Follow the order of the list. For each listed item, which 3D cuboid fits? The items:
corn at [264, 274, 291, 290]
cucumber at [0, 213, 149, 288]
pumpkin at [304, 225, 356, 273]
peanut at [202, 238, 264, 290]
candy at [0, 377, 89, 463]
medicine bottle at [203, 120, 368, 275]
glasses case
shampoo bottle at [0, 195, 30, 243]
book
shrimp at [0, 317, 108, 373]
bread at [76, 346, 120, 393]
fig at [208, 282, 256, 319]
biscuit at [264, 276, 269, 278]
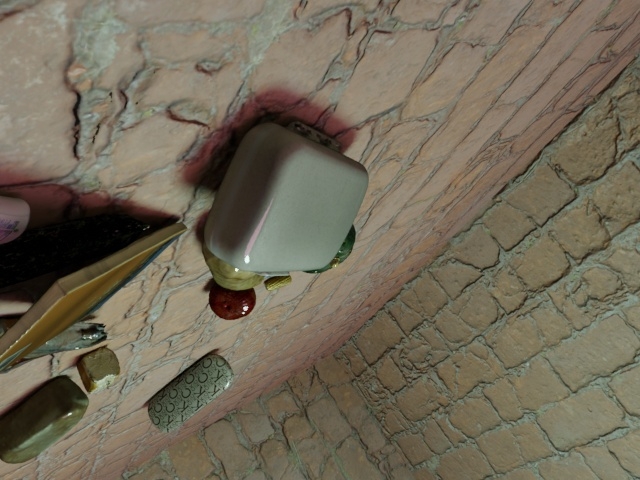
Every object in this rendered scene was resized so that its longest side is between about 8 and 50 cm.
[{"bbox_3d":[-0.124,0.123,1.568,0.092,0.037,0.037,-19,156,-35],"label":"corn"},{"bbox_3d":[-0.384,0.013,0.753,0.300,0.072,0.072,-22,158,-44],"label":"cucumber"},{"bbox_3d":[0.000,0.000,1.298,0.190,0.146,0.190,-18,138,-17],"label":"pumpkin"},{"bbox_3d":[-0.171,0.040,1.122,0.137,0.122,0.253,-13,160,-9],"label":"peanut"},{"bbox_3d":[-0.660,0.425,1.248,0.233,0.104,0.102,-36,160,3],"label":"candy"},{"bbox_3d":[-0.045,-0.065,0.993,0.283,0.122,0.375,-64,157,10],"label":"medicine bottle"},{"bbox_3d":[-0.453,0.531,1.843,0.354,0.137,0.085,-38,169,11],"label":"glasses case"},{"bbox_3d":[-0.409,-0.028,0.651,0.072,0.043,0.099,-39,163,14],"label":"shampoo bottle"},{"bbox_3d":[-0.370,0.092,0.825,0.262,0.028,0.374,-40,-175,15],"label":"book"},{"bbox_3d":[-0.539,0.198,0.971,0.164,0.062,0.316,-39,158,23],"label":"shrimp"},{"bbox_3d":[-0.516,0.303,1.237,0.076,0.083,0.070,-18,159,-44],"label":"bread"},{"bbox_3d":[-0.221,0.147,1.345,0.119,0.119,0.153,-33,177,-8],"label":"fig"},{"bbox_3d":[-0.082,0.070,1.523,0.291,0.026,0.048,-14,149,-50],"label":"biscuit"}]
